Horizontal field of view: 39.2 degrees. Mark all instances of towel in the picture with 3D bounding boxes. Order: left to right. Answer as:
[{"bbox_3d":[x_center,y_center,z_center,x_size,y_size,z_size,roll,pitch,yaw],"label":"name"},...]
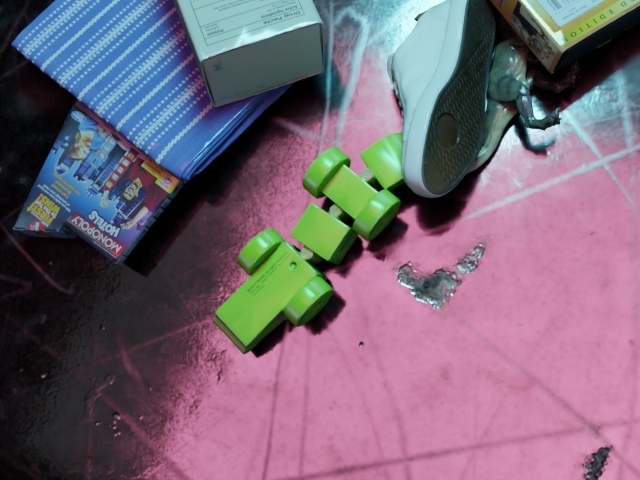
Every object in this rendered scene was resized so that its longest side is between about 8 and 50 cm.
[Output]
[{"bbox_3d":[-0.218,-0.250,1.216,0.336,0.040,0.243,38,74,16],"label":"towel"}]

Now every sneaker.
[{"bbox_3d":[0.135,-0.173,1.120,0.123,0.106,0.290,-8,55,42],"label":"sneaker"}]

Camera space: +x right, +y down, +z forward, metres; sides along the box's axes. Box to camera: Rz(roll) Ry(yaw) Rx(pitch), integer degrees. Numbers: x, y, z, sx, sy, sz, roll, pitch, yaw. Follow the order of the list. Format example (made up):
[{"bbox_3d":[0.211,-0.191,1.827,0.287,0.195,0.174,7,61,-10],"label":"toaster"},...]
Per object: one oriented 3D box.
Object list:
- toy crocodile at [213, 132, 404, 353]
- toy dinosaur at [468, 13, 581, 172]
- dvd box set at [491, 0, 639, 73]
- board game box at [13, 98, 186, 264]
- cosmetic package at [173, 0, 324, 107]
[{"bbox_3d":[0.000,0.000,1.126,0.115,0.105,0.340,40,92,16],"label":"toy crocodile"},{"bbox_3d":[0.253,-0.187,1.133,0.118,0.064,0.268,14,80,28],"label":"toy dinosaur"},{"bbox_3d":[0.291,-0.450,1.147,0.308,0.062,0.420,-32,75,-12],"label":"dvd box set"},{"bbox_3d":[-0.304,-0.058,1.203,0.194,0.060,0.194,37,88,14],"label":"board game box"},{"bbox_3d":[-0.120,-0.345,1.169,0.160,0.113,0.309,-18,68,-6],"label":"cosmetic package"}]
